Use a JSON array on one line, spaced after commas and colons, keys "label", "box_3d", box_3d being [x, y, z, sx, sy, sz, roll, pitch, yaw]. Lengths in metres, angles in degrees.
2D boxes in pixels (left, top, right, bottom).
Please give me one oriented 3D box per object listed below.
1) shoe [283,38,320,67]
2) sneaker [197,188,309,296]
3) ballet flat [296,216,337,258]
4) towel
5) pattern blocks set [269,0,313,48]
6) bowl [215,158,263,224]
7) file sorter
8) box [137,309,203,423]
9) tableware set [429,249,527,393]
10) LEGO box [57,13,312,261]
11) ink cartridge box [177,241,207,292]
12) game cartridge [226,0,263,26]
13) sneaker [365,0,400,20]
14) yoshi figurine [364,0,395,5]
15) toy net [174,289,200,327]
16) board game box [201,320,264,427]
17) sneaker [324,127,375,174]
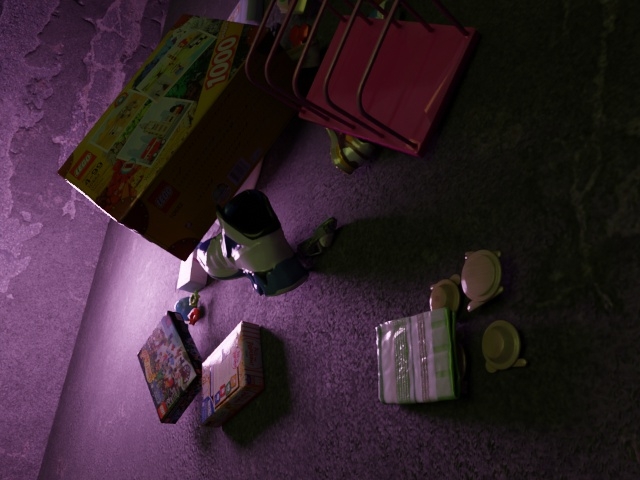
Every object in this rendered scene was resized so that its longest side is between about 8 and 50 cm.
[{"label": "shoe", "box_3d": [-0.075, -0.427, 1.292, 0.076, 0.058, 0.219, -36, 25, -28]}, {"label": "sneaker", "box_3d": [-0.149, -0.014, 1.073, 0.315, 0.127, 0.182, 10, 122, 53]}, {"label": "ballet flat", "box_3d": [0.000, 0.000, 0.992, 0.114, 0.041, 0.041, -40, 43, 42]}, {"label": "towel", "box_3d": [0.125, 0.153, 0.700, 0.152, 0.023, 0.113, -29, 57, 56]}, {"label": "pattern blocks set", "box_3d": [-0.047, -0.649, 1.337, 0.285, 0.026, 0.325, 50, 126, 40]}, {"label": "bowl", "box_3d": [-0.277, -0.197, 1.442, 0.298, 0.134, 0.298, -35, 46, 45]}, {"label": "file sorter", "box_3d": [0.047, -0.286, 0.842, 0.290, 0.182, 0.202, 29, 96, 43]}, {"label": "box", "box_3d": [-0.370, 0.310, 1.342, 0.159, 0.044, 0.233, -53, 46, 12]}, {"label": "tableware set", "box_3d": [0.179, 0.098, 0.659, 0.141, 0.020, 0.169, -36, 49, 52]}, {"label": "LEGO box", "box_3d": [-0.317, -0.256, 1.253, 0.372, 0.193, 0.500, 28, 79, 42]}, {"label": "ink cartridge box", "box_3d": [-0.347, 0.073, 1.489, 0.088, 0.052, 0.122, -30, 51, 48]}, {"label": "game cartridge", "box_3d": [-0.282, -0.672, 1.785, 0.297, 0.062, 0.198, -35, 42, 45]}, {"label": "sneaker", "box_3d": [0.098, -0.360, 1.000, 0.084, 0.058, 0.152, -10, 69, 59]}, {"label": "yoshi figurine", "box_3d": [0.187, -0.582, 0.917, 0.203, 0.203, 0.362, -43, -5, -36]}, {"label": "toy net", "box_3d": [-0.350, 0.251, 1.413, 0.122, 0.045, 0.232, -17, 61, 37]}, {"label": "board game box", "box_3d": [-0.188, 0.281, 1.128, 0.193, 0.045, 0.147, -46, 39, 36]}, {"label": "sneaker", "box_3d": [0.056, -0.208, 0.987, 0.084, 0.069, 0.186, -37, 51, 32]}]
